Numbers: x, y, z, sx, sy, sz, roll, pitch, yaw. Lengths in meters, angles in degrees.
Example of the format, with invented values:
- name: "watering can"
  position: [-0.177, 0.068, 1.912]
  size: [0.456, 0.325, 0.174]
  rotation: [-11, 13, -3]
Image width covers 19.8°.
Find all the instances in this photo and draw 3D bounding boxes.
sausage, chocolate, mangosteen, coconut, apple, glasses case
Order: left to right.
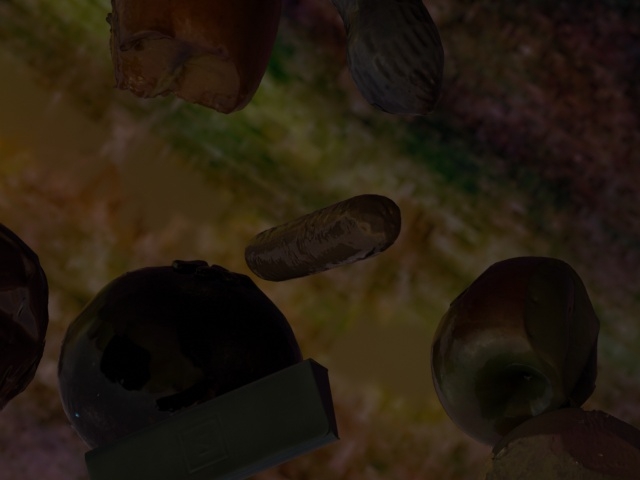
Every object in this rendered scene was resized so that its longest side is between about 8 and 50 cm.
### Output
- name: "mangosteen"
  position: [-0.171, 0.198, 2.227]
  size: [0.306, 0.347, 0.307]
  rotation: [12, -175, -1]
- name: "glasses case"
  position: [-0.115, 0.206, 1.895]
  size: [0.056, 0.266, 0.105]
  rotation: [55, -164, -40]
- name: "sausage"
  position: [-0.001, 0.001, 1.791]
  size: [0.065, 0.066, 0.301]
  rotation: [34, 162, -13]
- name: "chocolate"
  position: [0.047, -0.160, 1.332]
  size: [0.072, 0.072, 0.167]
  rotation: [36, -146, -50]
- name: "apple"
  position: [0.207, 0.118, 1.958]
  size: [0.173, 0.207, 0.188]
  rotation: [0, -149, 11]
- name: "coconut"
  position: [0.250, 0.284, 1.795]
  size: [0.227, 0.227, 0.230]
  rotation: [33, -167, 2]

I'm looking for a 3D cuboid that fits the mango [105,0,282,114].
- name: "mango"
  position: [-0.126, -0.255, 1.893]
  size: [0.350, 0.199, 0.201]
  rotation: [-86, -28, -54]

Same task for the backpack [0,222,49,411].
- name: "backpack"
  position: [-0.432, 0.065, 1.938]
  size: [0.317, 0.283, 0.197]
  rotation: [23, 170, 16]
